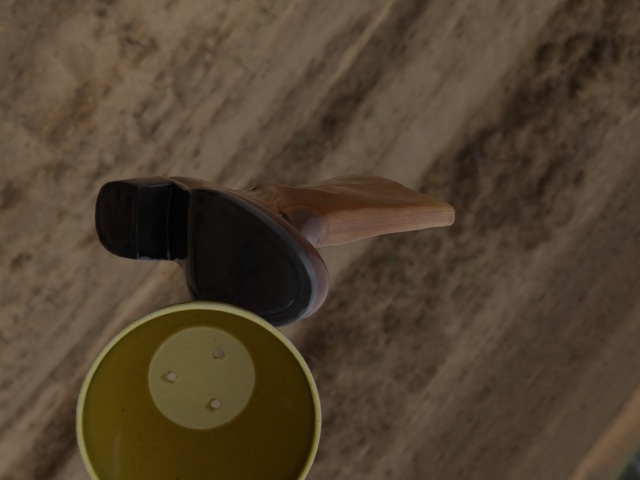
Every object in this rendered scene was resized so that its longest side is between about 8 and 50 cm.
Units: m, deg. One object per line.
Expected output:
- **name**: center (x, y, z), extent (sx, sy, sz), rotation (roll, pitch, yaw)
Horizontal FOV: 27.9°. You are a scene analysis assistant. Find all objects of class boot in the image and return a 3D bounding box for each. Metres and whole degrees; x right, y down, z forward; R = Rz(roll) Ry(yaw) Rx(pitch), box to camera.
- **boot**: center (0.000, 0.000, 1.044), extent (0.280, 0.264, 0.096), rotation (-4, 98, -39)

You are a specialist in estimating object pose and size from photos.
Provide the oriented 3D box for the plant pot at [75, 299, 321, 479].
- **plant pot**: center (-0.070, 0.091, 0.750), extent (0.134, 0.134, 0.095), rotation (-55, -170, 5)
